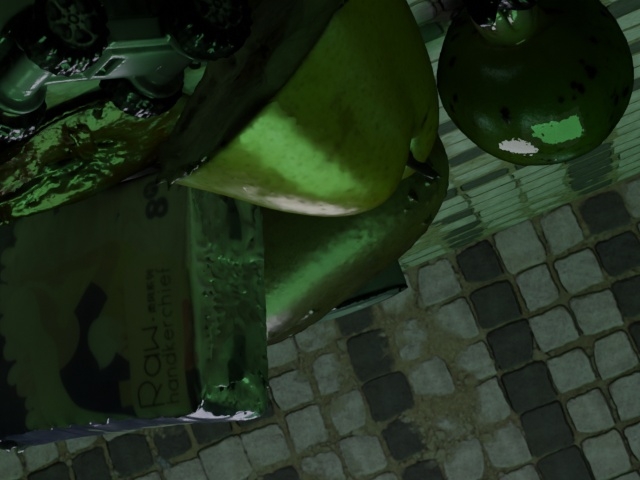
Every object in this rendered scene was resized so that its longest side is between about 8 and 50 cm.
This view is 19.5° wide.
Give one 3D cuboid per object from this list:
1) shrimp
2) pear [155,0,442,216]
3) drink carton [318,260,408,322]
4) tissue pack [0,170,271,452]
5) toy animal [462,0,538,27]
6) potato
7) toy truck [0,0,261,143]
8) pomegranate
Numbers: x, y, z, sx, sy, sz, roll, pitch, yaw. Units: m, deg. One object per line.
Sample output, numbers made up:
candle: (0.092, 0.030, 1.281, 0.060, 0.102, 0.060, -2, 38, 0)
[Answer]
shrimp: (-0.252, -0.070, 1.709, 0.294, 0.062, 0.154, -28, 161, -1)
pear: (0.008, -0.106, 1.406, 0.267, 0.178, 0.267, -43, -157, 23)
drink carton: (0.000, 0.000, 2.289, 0.191, 0.189, 0.185, -15, 174, -33)
tissue pack: (-0.207, 0.072, 1.826, 0.344, 0.242, 0.125, -12, 165, 39)
toy animal: (0.149, -0.264, 1.419, 0.117, 0.121, 0.210, -38, 172, -26)
potato: (-0.028, -0.023, 1.973, 0.359, 0.219, 0.270, -30, -176, 11)
toy truck: (-0.171, -0.146, 1.295, 0.286, 0.111, 0.136, -12, 164, -39)
pomegranate: (0.197, -0.178, 1.783, 0.202, 0.202, 0.248, -23, 140, 7)
